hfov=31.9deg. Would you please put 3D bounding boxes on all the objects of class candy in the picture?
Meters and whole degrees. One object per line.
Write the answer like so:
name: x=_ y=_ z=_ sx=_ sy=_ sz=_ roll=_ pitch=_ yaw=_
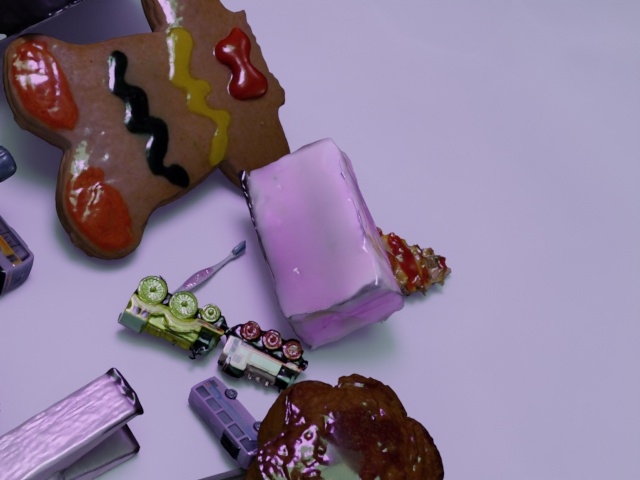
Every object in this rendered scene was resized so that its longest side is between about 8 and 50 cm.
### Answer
candy: x=0.000 y=0.000 z=1.530 sx=0.156 sy=0.115 sz=0.265 roll=-23 pitch=56 yaw=5

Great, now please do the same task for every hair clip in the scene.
hair clip: x=-0.350 y=0.266 z=1.252 sx=0.331 sy=0.101 sz=0.085 roll=-27 pitch=68 yaw=-31

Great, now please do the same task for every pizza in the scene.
pizza: x=0.104 y=0.033 z=1.611 sx=0.199 sy=0.062 sz=0.188 roll=0 pitch=55 yaw=-19

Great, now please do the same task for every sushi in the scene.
sushi: x=-0.377 y=-0.396 z=1.647 sx=0.373 sy=0.296 sz=0.100 roll=-40 pitch=111 yaw=-38

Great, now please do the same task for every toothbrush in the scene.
toothbrush: x=-0.172 y=0.058 z=1.528 sx=0.017 sy=0.022 sz=0.204 roll=39 pitch=54 yaw=18

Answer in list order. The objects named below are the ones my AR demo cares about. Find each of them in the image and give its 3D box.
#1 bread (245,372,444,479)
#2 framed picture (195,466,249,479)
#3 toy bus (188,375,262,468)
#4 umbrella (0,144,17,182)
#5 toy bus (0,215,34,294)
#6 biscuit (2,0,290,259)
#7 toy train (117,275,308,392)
bread: x=0.020 y=0.271 z=1.297 sx=0.232 sy=0.135 sz=0.246 roll=11 pitch=55 yaw=-27
framed picture: x=-0.020 y=0.386 z=1.312 sx=0.213 sy=0.016 sz=0.289 roll=-12 pitch=57 yaw=-27
toy bus: x=-0.110 y=0.225 z=1.387 sx=0.052 sy=0.037 sz=0.131 roll=-19 pitch=52 yaw=-38
umbrella: x=-0.530 y=-0.019 z=1.370 sx=0.349 sy=0.094 sz=0.143 roll=-37 pitch=46 yaw=-20
toy bus: x=-0.445 y=-0.007 z=1.466 sx=0.172 sy=0.057 sz=0.072 roll=45 pitch=44 yaw=19
biscuit: x=-0.228 y=-0.197 z=1.570 sx=0.394 sy=0.076 sz=0.368 roll=-26 pitch=95 yaw=-33
toy train: x=-0.135 y=0.125 z=1.459 sx=0.250 sy=0.053 sz=0.085 roll=24 pitch=60 yaw=-5
